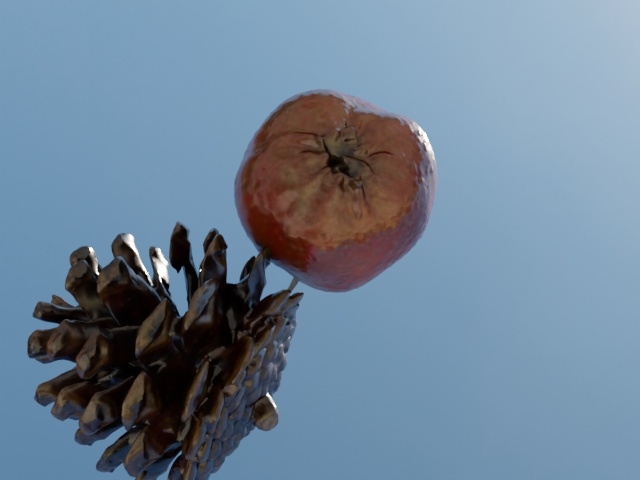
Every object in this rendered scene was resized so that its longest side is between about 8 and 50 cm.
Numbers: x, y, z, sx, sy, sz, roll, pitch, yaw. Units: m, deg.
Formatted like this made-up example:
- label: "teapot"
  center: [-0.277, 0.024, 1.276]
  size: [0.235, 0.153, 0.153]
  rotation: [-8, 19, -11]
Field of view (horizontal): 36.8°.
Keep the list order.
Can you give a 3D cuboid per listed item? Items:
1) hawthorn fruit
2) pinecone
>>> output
- label: "hawthorn fruit"
  center: [0.000, 0.000, 0.809]
  size: [0.165, 0.285, 0.165]
  rotation: [5, -124, -7]
- label: "pinecone"
  center: [-0.112, 0.078, 0.694]
  size: [0.207, 0.208, 0.208]
  rotation: [-3, -116, 7]
